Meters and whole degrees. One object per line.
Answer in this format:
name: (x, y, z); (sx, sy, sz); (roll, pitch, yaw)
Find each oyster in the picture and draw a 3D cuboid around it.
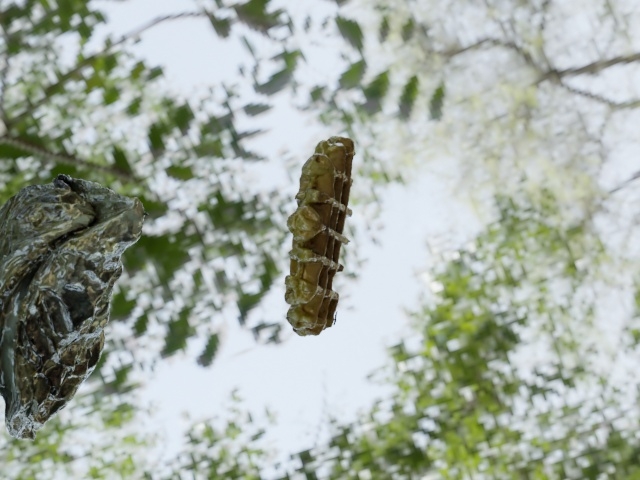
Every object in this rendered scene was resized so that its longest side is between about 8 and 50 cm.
oyster: (-0.246, 0.061, 1.289); (0.158, 0.351, 0.162); (-4, -123, -34)

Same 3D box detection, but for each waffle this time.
waffle: (0.000, 0.000, 1.461); (0.160, 0.046, 0.192); (-60, -27, -55)
